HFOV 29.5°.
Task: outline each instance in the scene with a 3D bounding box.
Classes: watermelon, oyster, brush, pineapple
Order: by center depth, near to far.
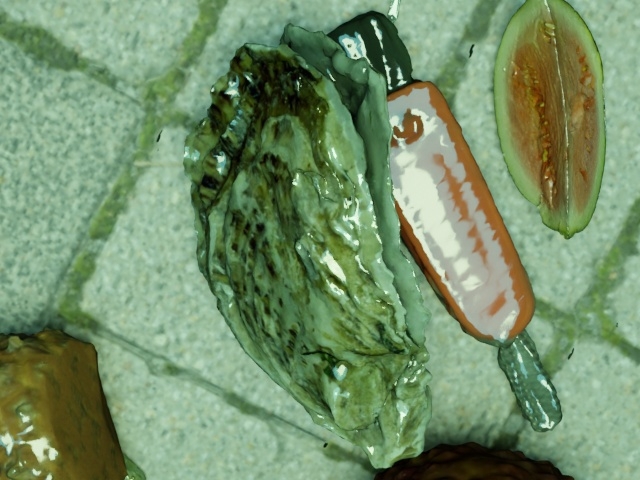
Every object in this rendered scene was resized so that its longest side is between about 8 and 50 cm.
[{"bbox_3d":[0.000,0.000,0.795,0.112,0.198,0.267,-16,117,-36],"label":"oyster"},{"bbox_3d":[0.150,-0.086,0.831,0.069,0.087,0.163,-2,100,31],"label":"watermelon"},{"bbox_3d":[-0.281,0.157,0.834,0.279,0.158,0.157,-15,100,10],"label":"pineapple"},{"bbox_3d":[0.090,-0.008,0.854,0.070,0.051,0.323,-26,96,-3],"label":"brush"}]

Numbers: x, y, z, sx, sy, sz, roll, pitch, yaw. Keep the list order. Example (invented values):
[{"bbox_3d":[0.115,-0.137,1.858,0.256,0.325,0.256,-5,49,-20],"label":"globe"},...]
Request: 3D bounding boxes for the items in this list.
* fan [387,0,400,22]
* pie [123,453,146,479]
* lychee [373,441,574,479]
[{"bbox_3d":[0.065,-0.216,0.837,0.085,0.005,0.133,14,99,-4],"label":"fan"},{"bbox_3d":[-0.168,0.191,0.899,0.084,0.020,0.084,0,98,-2],"label":"pie"},{"bbox_3d":[0.099,0.269,0.801,0.261,0.260,0.260,0,100,0],"label":"lychee"}]
